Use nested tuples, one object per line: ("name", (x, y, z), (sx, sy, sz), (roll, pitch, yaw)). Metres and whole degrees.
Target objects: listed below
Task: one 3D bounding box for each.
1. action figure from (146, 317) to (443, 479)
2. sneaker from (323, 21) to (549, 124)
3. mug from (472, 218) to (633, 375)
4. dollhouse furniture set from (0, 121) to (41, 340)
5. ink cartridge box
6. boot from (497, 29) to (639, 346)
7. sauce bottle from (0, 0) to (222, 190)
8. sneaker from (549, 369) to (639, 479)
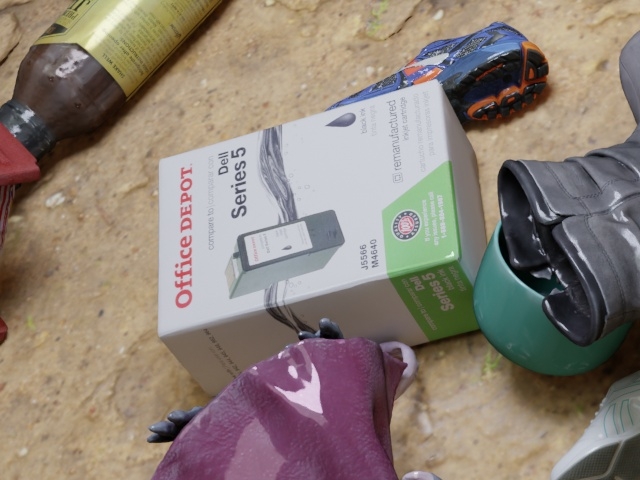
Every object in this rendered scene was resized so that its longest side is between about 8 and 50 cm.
("action figure", (0.036, 0.257, 1.306), (0.248, 0.276, 0.370), (-44, 68, 12))
("sneaker", (0.099, -0.135, 1.601), (0.221, 0.083, 0.087), (-20, 37, 5))
("mug", (0.199, 0.042, 1.396), (0.158, 0.097, 0.129), (-12, 48, -29))
("dollhouse furniture set", (-0.436, -0.066, 1.687), (0.152, 0.201, 0.374), (-8, 36, -39))
("ink cartridge box", (0.000, 0.000, 1.516), (0.273, 0.115, 0.198), (-15, 52, 15))
("boot", (0.240, -0.063, 1.374), (0.222, 0.118, 0.338), (-6, 38, -11))
("sauce bottle", (-0.228, -0.188, 1.762), (0.111, 0.111, 0.344), (31, 72, 38))
("sneaker", (0.236, 0.145, 1.347), (0.152, 0.054, 0.061), (-37, 34, -6))
